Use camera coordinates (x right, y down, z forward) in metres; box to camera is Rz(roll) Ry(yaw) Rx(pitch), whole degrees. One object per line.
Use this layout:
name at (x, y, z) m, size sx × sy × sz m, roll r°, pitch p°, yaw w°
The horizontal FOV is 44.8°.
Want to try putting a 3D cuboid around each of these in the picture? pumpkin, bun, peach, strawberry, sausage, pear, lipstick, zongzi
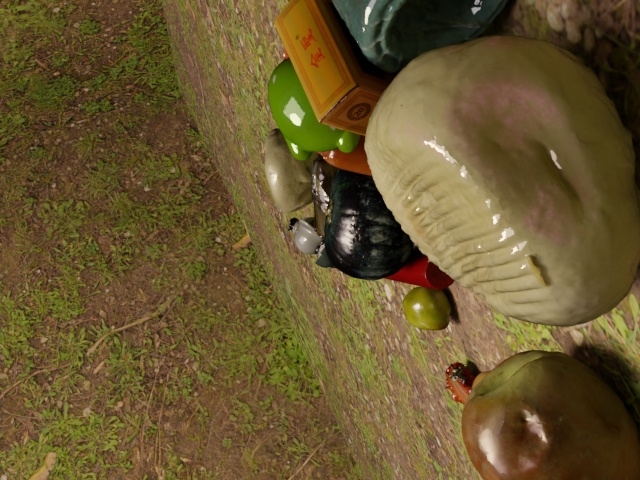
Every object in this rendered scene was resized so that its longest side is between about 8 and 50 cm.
pumpkin at (0.089, -0.043, 1.413) m, size 0.233 × 0.163 × 0.232 m, roll -178°, pitch 90°, yaw -86°
bun at (-0.062, -0.181, 1.943) m, size 0.231 × 0.133 × 0.230 m, roll -8°, pitch -90°, yaw -81°
peach at (0.306, 0.266, 1.017) m, size 0.235 × 0.214 × 0.214 m, roll 46°, pitch 163°, yaw 8°
strawberry at (0.288, 0.294, 1.481) m, size 0.152 × 0.048 × 0.104 m, roll 59°, pitch 164°, yaw -19°
bun at (0.212, -0.066, 0.851) m, size 0.361 × 0.213 × 0.361 m, roll 51°, pitch 170°, yaw 12°
sausage at (0.101, -0.138, 1.252) m, size 0.076 × 0.198 × 0.076 m, roll -172°, pitch 90°, yaw -81°
pear at (0.207, 0.129, 1.474) m, size 0.097 × 0.092 × 0.092 m, roll 49°, pitch 163°, yaw 11°
lipstick at (0.177, 0.051, 1.489) m, size 0.280 × 0.073 × 0.073 m, roll -177°, pitch 67°, yaw -75°
zongzi at (0.065, -0.063, 1.691) m, size 0.242 × 0.112 × 0.220 m, roll 42°, pitch 151°, yaw 47°

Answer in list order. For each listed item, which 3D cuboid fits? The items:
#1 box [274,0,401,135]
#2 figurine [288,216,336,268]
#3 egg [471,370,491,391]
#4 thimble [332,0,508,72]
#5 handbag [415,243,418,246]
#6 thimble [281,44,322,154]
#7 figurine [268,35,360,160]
box at (0.084, -0.213, 1.023) m, size 0.076 × 0.274 × 0.174 m, roll -42°, pitch 58°, yaw 32°
figurine at (0.000, 0.000, 1.981) m, size 0.192 × 0.126 × 0.147 m, roll 33°, pitch 145°, yaw 10°
egg at (0.296, 0.265, 1.320) m, size 0.096 × 0.080 × 0.080 m, roll 44°, pitch 152°, yaw 53°
thimble at (0.120, -0.317, 0.881) m, size 0.198 × 0.235 × 0.143 m, roll 8°, pitch -130°, yaw -52°
handbag at (0.203, -0.048, 1.266) m, size 0.139 × 0.072 × 0.115 m, roll 3°, pitch 116°, yaw 61°
thimble at (0.037, -0.267, 1.345) m, size 0.239 × 0.162 × 0.239 m, roll 158°, pitch 90°, yaw -77°
figurine at (-0.002, -0.254, 1.155) m, size 0.143 × 0.162 × 0.263 m, roll 0°, pitch -95°, yaw -62°
